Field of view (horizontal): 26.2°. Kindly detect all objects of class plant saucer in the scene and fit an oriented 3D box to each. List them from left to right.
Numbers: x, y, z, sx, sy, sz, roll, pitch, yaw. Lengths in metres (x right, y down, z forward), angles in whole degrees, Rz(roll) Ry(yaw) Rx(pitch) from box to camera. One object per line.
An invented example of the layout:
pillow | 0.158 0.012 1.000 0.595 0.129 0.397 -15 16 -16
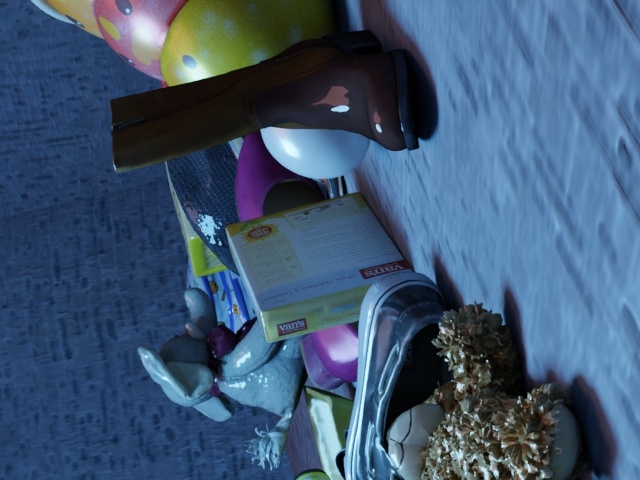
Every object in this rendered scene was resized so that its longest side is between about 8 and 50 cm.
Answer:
plant saucer | 0.067 0.373 2.038 0.333 0.081 0.332 156 100 -83

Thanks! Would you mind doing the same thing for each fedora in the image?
fedora | -0.122 -0.067 2.018 0.334 0.153 0.334 59 -178 -4

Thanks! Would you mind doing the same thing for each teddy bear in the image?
teddy bear | 0.131 0.183 1.107 0.338 0.113 0.245 -123 22 -67

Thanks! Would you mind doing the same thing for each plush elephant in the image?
plush elephant | -0.148 0.184 2.210 0.272 0.256 0.330 89 -164 -70

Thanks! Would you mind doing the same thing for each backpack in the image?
backpack | -0.156 0.125 2.803 0.263 0.213 0.276 59 162 28

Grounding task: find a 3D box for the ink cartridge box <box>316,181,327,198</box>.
ink cartridge box | -0.019 -0.118 1.947 0.063 0.029 0.115 87 166 -57

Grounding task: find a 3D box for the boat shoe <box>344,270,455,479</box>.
boat shoe | 0.087 0.200 1.371 0.119 0.121 0.335 -116 18 -65

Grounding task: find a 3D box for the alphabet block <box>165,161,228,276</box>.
alphabet block | -0.166 -0.074 2.494 0.192 0.194 0.197 89 165 -67

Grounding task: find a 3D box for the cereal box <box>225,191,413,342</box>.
cereal box | -0.004 0.026 1.566 0.240 0.173 0.047 -117 15 -63

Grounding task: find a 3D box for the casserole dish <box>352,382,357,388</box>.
casserole dish | 0.050 0.133 1.891 0.188 0.037 0.114 85 168 -46

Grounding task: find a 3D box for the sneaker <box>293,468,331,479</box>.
sneaker | -0.001 0.460 2.079 0.097 0.084 0.234 -130 27 -71

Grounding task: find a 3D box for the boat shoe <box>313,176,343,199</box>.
boat shoe | -0.003 -0.102 1.810 0.049 0.043 0.137 89 163 -54

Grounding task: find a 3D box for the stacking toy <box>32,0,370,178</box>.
stacking toy | -0.099 -0.257 1.539 0.480 0.351 0.350 52 162 27

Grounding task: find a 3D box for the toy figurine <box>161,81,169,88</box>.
toy figurine | -0.134 -0.315 1.880 0.362 0.191 0.217 -124 26 -66

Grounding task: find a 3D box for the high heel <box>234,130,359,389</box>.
high heel | 0.000 0.000 1.765 0.181 0.127 0.377 -41 68 61

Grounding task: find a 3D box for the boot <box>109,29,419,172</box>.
boot | -0.062 -0.122 1.291 0.264 0.281 0.096 -116 14 -59

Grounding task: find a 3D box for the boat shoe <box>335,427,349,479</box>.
boat shoe | 0.077 0.261 1.629 0.340 0.113 0.127 -117 15 -59
